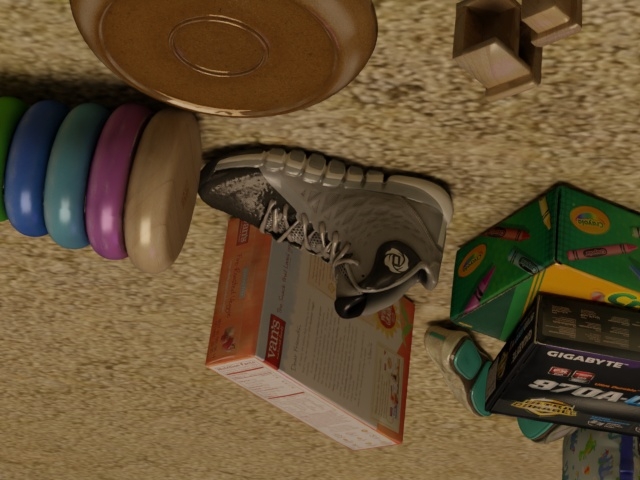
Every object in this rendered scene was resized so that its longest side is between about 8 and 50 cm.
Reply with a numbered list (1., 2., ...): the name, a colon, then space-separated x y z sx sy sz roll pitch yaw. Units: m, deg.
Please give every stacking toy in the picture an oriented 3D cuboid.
1. stacking toy: -0.273 -0.067 1.282 0.330 0.141 0.141 10 153 6

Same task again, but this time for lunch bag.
1. lunch bag: 0.326 0.243 1.715 0.096 0.129 0.151 5 151 1

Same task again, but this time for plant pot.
1. plant pot: -0.075 -0.156 1.156 0.236 0.032 0.236 5 152 3

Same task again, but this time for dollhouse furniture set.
1. dollhouse furniture set: 0.186 -0.172 0.925 0.182 0.161 0.101 -17 144 39

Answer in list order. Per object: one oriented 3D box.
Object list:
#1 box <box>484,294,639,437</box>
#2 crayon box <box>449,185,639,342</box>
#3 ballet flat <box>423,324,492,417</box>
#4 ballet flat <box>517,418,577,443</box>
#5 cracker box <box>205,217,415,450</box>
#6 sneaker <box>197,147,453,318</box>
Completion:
1. box: 0.278 0.124 1.405 0.220 0.051 0.175 10 152 -5
2. crayon box: 0.282 0.055 1.419 0.278 0.081 0.165 19 150 -22
3. ballet flat: 0.152 0.136 1.652 0.052 0.057 0.168 24 159 32
4. ballet flat: 0.280 0.162 1.658 0.068 0.072 0.213 -13 161 -23
5. cracker box: -0.004 0.089 1.471 0.067 0.155 0.232 -14 146 35
6. sneaker: 0.000 0.000 1.325 0.229 0.132 0.086 7 152 -1
